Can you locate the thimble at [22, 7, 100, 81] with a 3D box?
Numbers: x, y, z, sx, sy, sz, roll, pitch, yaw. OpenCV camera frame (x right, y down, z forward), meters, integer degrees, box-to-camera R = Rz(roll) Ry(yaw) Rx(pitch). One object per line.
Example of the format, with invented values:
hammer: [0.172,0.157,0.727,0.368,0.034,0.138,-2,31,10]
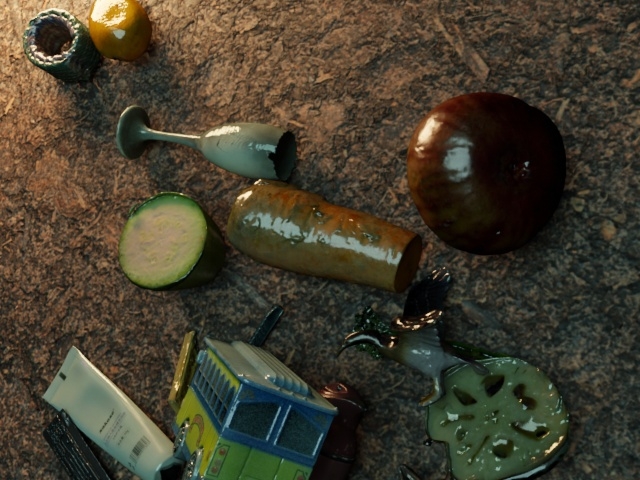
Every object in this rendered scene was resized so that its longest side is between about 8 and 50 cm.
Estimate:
thimble: [-0.486,-0.367,1.656,0.135,0.090,0.118,22,88,24]

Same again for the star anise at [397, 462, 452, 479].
star anise: [0.176,0.396,1.233,0.212,0.073,0.196,11,75,14]

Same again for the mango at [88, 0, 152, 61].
mango: [-0.377,-0.399,1.621,0.115,0.089,0.165,-40,64,-2]

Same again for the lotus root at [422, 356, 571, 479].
lotus root: [0.251,0.263,1.235,0.204,0.078,0.183,-7,59,20]

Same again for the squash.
squash: [-0.240,0.009,1.462,0.170,0.123,0.170,-5,77,22]

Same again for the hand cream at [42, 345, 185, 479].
hand cream: [-0.354,0.306,1.486,0.321,0.067,0.109,31,93,29]

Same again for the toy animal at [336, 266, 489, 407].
toy animal: [0.125,0.154,1.225,0.197,0.272,0.160,-30,85,9]

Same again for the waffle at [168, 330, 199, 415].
waffle: [-0.210,0.236,1.461,0.023,0.097,0.152,-15,42,20]

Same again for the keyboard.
keyboard: [-0.412,0.385,1.498,0.196,0.015,0.074,49,117,20]

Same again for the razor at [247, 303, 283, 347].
razor: [-0.121,0.183,1.432,0.190,0.033,0.066,-53,24,1]

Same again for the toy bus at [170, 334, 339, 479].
toy bus: [-0.107,0.258,1.252,0.152,0.312,0.190,22,87,-16]

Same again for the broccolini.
broccolini: [0.160,0.157,1.311,0.255,0.057,0.071,9,122,26]

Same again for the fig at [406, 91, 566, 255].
fig: [0.236,-0.098,1.262,0.235,0.214,0.234,1,68,-3]

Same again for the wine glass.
wine glass: [-0.181,-0.248,1.490,0.310,0.096,0.264,10,94,23]

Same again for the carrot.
carrot: [0.000,0.000,1.367,0.302,0.139,0.138,21,87,19]

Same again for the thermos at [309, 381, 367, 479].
thermos: [-0.027,0.366,1.321,0.110,0.136,0.330,25,89,-4]
